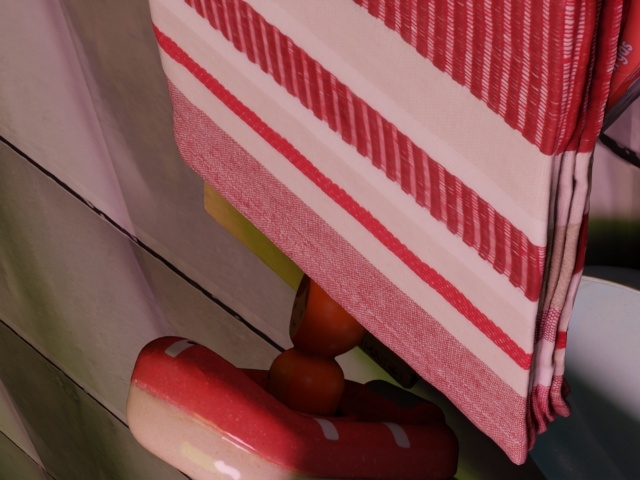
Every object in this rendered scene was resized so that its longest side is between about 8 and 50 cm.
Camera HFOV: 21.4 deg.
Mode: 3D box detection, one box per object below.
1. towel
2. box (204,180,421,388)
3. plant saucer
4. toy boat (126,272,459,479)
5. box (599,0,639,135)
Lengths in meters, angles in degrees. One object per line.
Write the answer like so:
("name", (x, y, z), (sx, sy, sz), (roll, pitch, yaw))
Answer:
("towel", (0.009, -0.076, 0.622), (0.237, 0.037, 0.329), (41, 156, 27))
("box", (0.000, 0.000, 1.128), (0.201, 0.021, 0.164), (42, 158, 15))
("plant saucer", (0.222, 0.128, 0.908), (0.317, 0.043, 0.318), (40, 157, 20))
("toy boat", (-0.010, 0.089, 1.090), (0.231, 0.151, 0.151), (9, -172, -42))
("box", (0.099, -0.130, 0.581), (0.122, 0.128, 0.257), (45, 159, 7))
